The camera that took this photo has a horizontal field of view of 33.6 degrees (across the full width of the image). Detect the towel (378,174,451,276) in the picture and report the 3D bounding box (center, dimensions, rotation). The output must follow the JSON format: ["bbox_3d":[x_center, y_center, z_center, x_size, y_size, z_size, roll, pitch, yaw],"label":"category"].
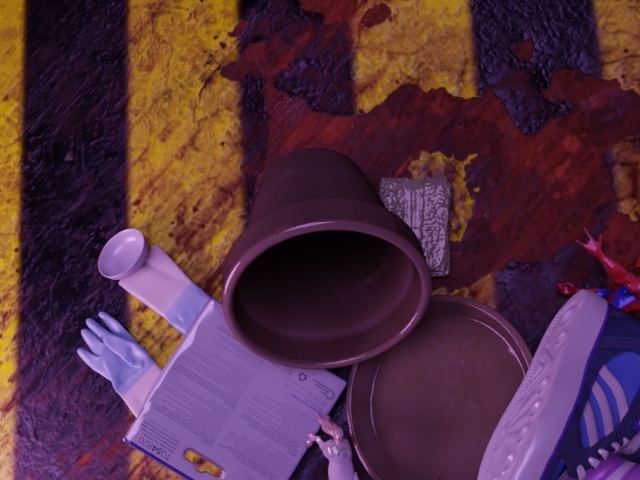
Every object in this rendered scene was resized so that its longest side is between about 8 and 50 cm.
[{"bbox_3d":[0.129,-0.019,1.487,0.110,0.027,0.148,-1,77,12],"label":"towel"}]

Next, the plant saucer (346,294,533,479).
[{"bbox_3d":[0.160,0.209,1.376,0.278,0.041,0.278,-8,75,32],"label":"plant saucer"}]

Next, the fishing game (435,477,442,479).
[{"bbox_3d":[0.186,0.424,1.269,0.264,0.041,0.189,42,109,33],"label":"fishing game"}]

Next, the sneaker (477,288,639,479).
[{"bbox_3d":[0.342,0.234,1.233,0.236,0.130,0.323,34,60,-4],"label":"sneaker"}]

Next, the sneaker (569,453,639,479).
[{"bbox_3d":[0.291,0.344,1.337,0.282,0.102,0.161,-33,64,-4],"label":"sneaker"}]

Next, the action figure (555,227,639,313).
[{"bbox_3d":[0.332,0.100,1.379,0.139,0.091,0.280,40,87,5],"label":"action figure"}]

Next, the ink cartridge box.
[{"bbox_3d":[-0.114,0.227,1.429,0.223,0.045,0.224,33,82,-4],"label":"ink cartridge box"}]

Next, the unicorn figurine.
[{"bbox_3d":[0.032,0.307,1.376,0.060,0.111,0.162,-33,104,-26],"label":"unicorn figurine"}]

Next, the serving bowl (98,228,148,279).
[{"bbox_3d":[-0.284,0.024,1.551,0.083,0.027,0.083,-19,49,24],"label":"serving bowl"}]

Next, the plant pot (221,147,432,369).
[{"bbox_3d":[0.000,0.000,1.394,0.263,0.263,0.229,-15,43,8],"label":"plant pot"}]

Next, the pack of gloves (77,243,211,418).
[{"bbox_3d":[-0.226,0.148,1.519,0.195,0.046,0.232,-48,62,-3],"label":"pack of gloves"}]
